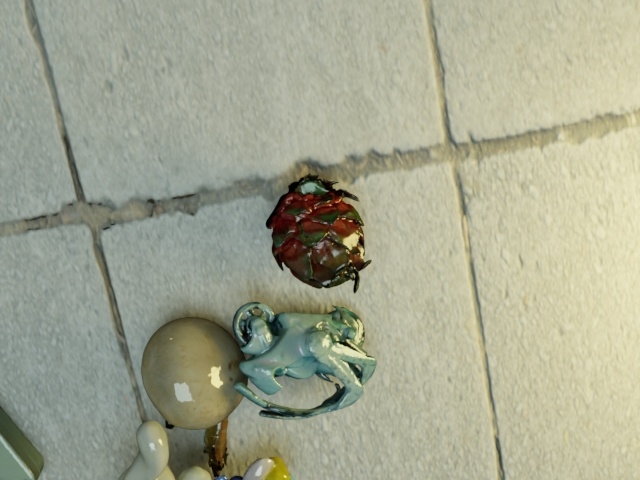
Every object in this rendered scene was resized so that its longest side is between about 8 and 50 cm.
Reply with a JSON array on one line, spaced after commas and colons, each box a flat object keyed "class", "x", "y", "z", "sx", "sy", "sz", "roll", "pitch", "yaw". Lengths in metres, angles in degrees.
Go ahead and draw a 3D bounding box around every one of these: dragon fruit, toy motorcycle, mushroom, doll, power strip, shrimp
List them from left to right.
[{"class": "power strip", "x": -0.691, "y": 0.430, "z": 1.640, "sx": 0.261, "sy": 0.141, "sz": 0.229, "roll": -33, "pitch": 102, "yaw": 4}, {"class": "mushroom", "x": -0.241, "y": 0.245, "z": 1.593, "sx": 0.204, "sy": 0.204, "sz": 0.204, "roll": 0, "pitch": 104, "yaw": -2}, {"class": "doll", "x": -0.238, "y": 0.510, "z": 1.589, "sx": 0.365, "sy": 0.187, "sz": 0.376, "roll": 14, "pitch": 129, "yaw": -30}, {"class": "shrimp", "x": -0.237, "y": 0.372, "z": 1.688, "sx": 0.124, "sy": 0.034, "sz": 0.178, "roll": 2, "pitch": 103, "yaw": 1}, {"class": "toy motorcycle", "x": -0.035, "y": 0.216, "z": 1.578, "sx": 0.260, "sy": 0.154, "sz": 0.206, "roll": 5, "pitch": 84, "yaw": -23}, {"class": "dragon fruit", "x": -0.004, "y": -0.008, "z": 1.530, "sx": 0.182, "sy": 0.182, "sz": 0.189, "roll": -12, "pitch": 64, "yaw": 1}]
